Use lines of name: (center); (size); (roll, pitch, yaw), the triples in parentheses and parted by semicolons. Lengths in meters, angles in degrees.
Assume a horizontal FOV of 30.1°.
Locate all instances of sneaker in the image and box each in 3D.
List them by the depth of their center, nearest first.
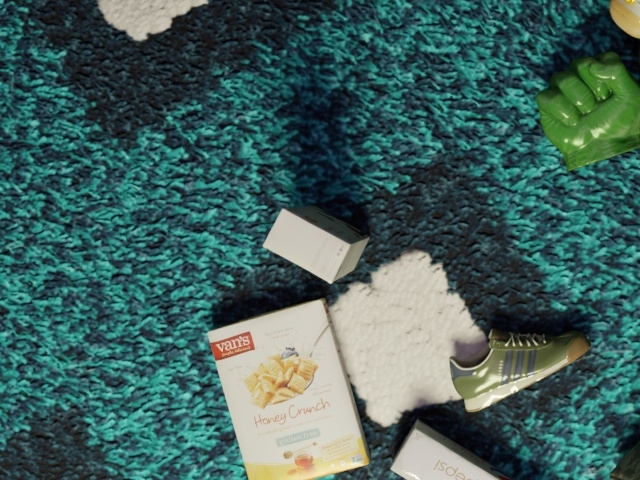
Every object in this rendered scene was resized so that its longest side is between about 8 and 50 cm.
sneaker: (0.262, 0.153, 1.612); (0.192, 0.064, 0.086); (-30, 93, 11)

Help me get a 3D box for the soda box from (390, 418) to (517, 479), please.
soda box: (0.205, 0.334, 1.622); (0.216, 0.074, 0.069); (31, 95, 6)

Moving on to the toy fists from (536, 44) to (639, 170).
toy fists: (0.425, -0.199, 1.566); (0.279, 0.096, 0.142); (-19, 88, 9)

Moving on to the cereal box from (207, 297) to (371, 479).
cereal box: (-0.044, 0.217, 1.665); (0.173, 0.047, 0.240); (-17, 90, 8)

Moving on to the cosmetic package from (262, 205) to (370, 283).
cosmetic package: (0.000, 0.000, 1.556); (0.099, 0.239, 0.060); (26, 96, 6)

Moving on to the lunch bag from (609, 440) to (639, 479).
lunch bag: (0.562, 0.318, 1.517); (0.256, 0.212, 0.305); (-44, 87, -10)

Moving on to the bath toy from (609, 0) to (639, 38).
bath toy: (0.376, -0.376, 1.520); (0.348, 0.129, 0.151); (49, 138, 27)
